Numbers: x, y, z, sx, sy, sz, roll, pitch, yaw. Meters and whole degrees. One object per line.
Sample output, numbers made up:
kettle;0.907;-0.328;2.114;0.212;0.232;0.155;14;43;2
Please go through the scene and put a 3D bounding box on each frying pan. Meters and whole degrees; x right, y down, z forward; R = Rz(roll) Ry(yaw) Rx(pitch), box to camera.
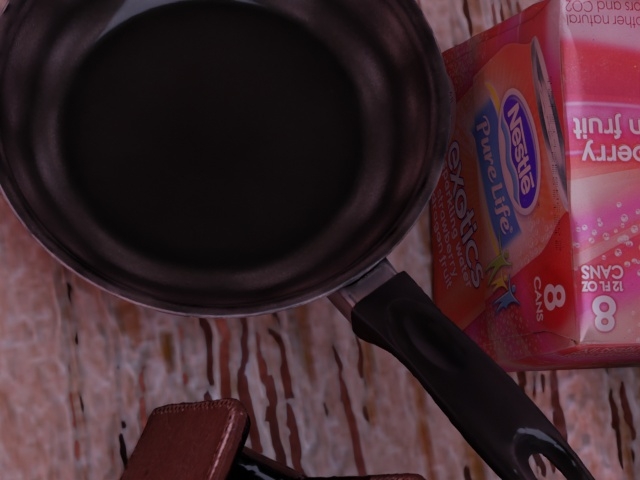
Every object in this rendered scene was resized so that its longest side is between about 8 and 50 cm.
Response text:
frying pan;0.012;-0.025;0.808;0.326;0.053;0.197;29;68;6

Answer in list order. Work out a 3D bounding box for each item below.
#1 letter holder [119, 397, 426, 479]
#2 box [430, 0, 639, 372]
letter holder;-0.033;0.224;0.715;0.152;0.214;0.301;29;74;-15
box;0.211;-0.019;0.879;0.300;0.142;0.154;1;83;-21
